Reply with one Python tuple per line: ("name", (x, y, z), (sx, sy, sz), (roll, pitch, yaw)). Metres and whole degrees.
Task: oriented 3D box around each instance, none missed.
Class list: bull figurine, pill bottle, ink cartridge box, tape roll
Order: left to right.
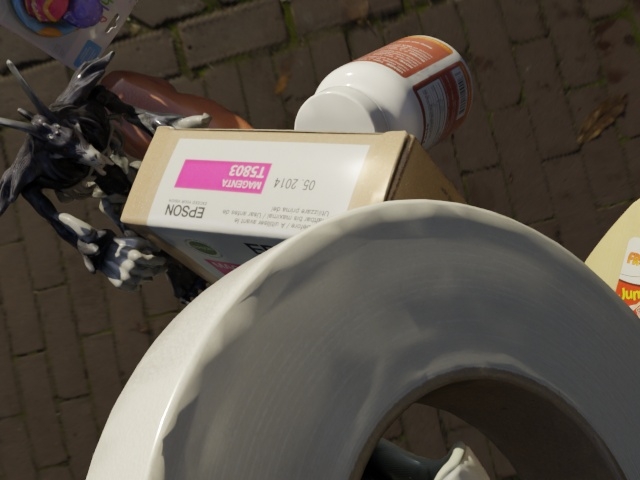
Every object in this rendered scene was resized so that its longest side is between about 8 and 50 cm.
("bull figurine", (-0.107, -0.084, 1.086), (0.310, 0.188, 0.101), (35, 92, 10))
("ink cartridge box", (0.000, 0.000, 0.762), (0.235, 0.193, 0.088), (6, 68, 37))
("pill bottle", (0.066, -0.134, 1.043), (0.121, 0.216, 0.121), (13, 116, 27))
("tape roll", (0.070, 0.172, 0.494), (0.072, 0.392, 0.391), (-29, 81, 50))

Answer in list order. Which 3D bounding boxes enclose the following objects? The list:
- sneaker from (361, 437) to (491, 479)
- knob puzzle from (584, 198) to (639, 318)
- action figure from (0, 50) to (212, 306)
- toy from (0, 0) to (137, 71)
("sneaker", (-0.008, 0.211, 0.792), (0.331, 0.122, 0.146), (-12, 107, 26))
("knob puzzle", (0.277, 0.038, 0.742), (0.213, 0.030, 0.213), (-21, 62, 46))
("action figure", (-0.152, -0.044, 0.837), (0.141, 0.276, 0.164), (22, 79, 35))
("toy", (-0.279, -0.270, 1.046), (0.056, 0.237, 0.136), (36, 93, 40))
